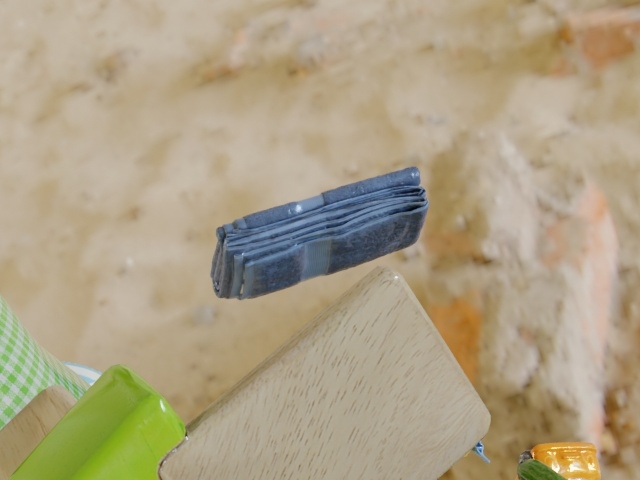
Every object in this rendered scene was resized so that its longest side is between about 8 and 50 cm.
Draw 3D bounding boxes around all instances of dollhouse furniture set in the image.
[{"bbox_3d":[-0.037,0.063,0.690,0.151,0.197,0.301,-39,25,-11],"label":"dollhouse furniture set"}]

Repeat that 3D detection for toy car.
[{"bbox_3d":[0.073,0.107,0.832,0.060,0.122,0.040,-51,44,22],"label":"toy car"}]

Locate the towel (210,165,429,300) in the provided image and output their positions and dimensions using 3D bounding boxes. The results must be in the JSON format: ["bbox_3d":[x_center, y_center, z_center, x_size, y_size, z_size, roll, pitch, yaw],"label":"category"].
[{"bbox_3d":[0.000,0.000,1.076,0.119,0.067,0.029,-18,65,-16],"label":"towel"}]

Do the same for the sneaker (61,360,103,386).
[{"bbox_3d":[-0.285,0.165,1.949,0.228,0.087,0.092,17,55,-17],"label":"sneaker"}]
